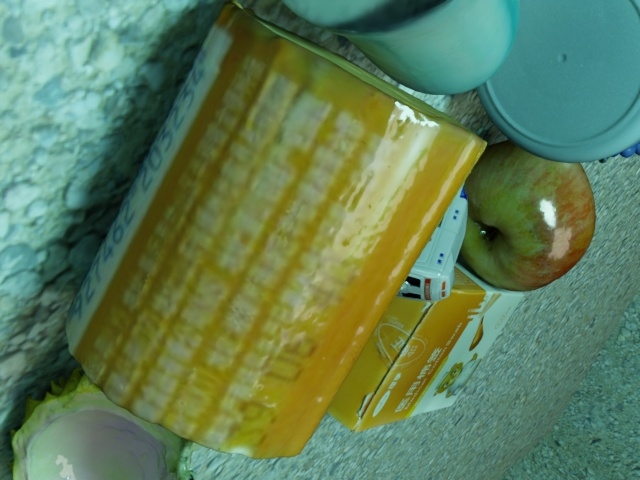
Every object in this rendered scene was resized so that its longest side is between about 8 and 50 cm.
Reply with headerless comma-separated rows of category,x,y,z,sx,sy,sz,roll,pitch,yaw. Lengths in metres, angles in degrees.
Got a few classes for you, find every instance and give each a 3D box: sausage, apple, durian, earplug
sausage,-0.040,-0.010,0.669,0.233,0.233,0.287,8,114,-60
apple,0.271,-0.040,1.148,0.164,0.209,0.209,-29,144,-33
durian,-0.177,0.213,0.811,0.195,0.186,0.305,-60,164,-60
earplug,0.095,-0.211,0.717,0.185,0.185,0.324,-57,158,6

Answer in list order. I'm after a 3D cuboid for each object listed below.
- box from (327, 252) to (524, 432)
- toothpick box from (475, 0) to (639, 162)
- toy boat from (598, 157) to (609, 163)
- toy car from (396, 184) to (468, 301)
box,0.123,0.122,1.179,0.341,0.143,0.224,9,114,-59
toothpick box,0.369,-0.226,1.038,0.355,0.263,0.263,-22,140,-48
toy boat,0.489,-0.167,1.512,0.061,0.060,0.137,-35,160,20
toy car,0.119,-0.034,0.969,0.089,0.108,0.209,74,33,-57
